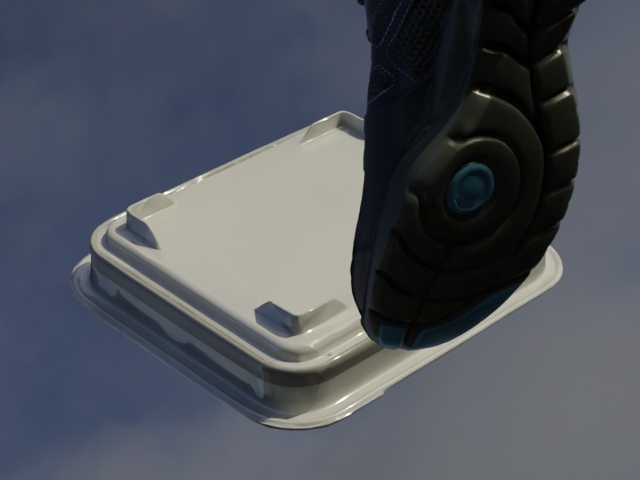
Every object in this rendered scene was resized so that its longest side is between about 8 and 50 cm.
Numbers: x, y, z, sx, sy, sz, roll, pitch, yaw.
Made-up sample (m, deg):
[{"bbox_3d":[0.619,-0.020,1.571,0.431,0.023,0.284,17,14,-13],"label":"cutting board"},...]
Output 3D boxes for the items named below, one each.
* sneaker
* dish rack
[{"bbox_3d":[0.084,-0.100,1.034,0.125,0.139,0.341,4,-71,-35],"label":"sneaker"},{"bbox_3d":[0.000,0.000,1.345,0.333,0.285,0.072,-27,-48,-37],"label":"dish rack"}]
